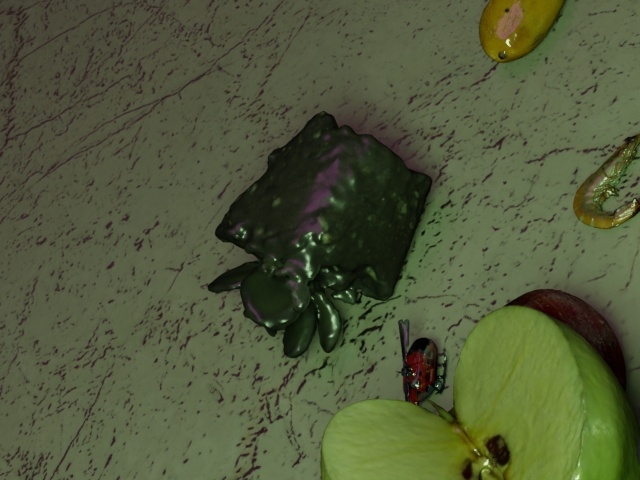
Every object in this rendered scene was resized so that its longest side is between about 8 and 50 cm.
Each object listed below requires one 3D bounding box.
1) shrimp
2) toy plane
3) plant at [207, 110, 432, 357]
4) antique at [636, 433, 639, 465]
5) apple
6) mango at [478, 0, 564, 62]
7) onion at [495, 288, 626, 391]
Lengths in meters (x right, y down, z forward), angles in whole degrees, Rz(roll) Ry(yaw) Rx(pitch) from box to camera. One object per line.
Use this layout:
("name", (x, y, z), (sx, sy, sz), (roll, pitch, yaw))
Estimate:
("shrimp", (0.339, -0.067, 2.172), (0.091, 0.025, 0.127), (27, 81, 50))
("toy plane", (0.107, 0.164, 2.153), (0.037, 0.060, 0.145), (-7, 67, 37))
("plant", (0.000, 0.000, 2.289), (0.199, 0.188, 0.276), (27, 81, 45))
("antique", (0.374, 0.296, 1.651), (0.185, 0.255, 0.322), (-20, 55, -7))
("apple", (0.167, 0.230, 1.806), (0.295, 0.233, 0.258), (-37, 43, -4))
("mango", (0.257, -0.297, 2.408), (0.098, 0.075, 0.190), (3, 52, 36))
("onion", (0.248, 0.140, 1.972), (0.159, 0.159, 0.195), (-47, 43, -2))
